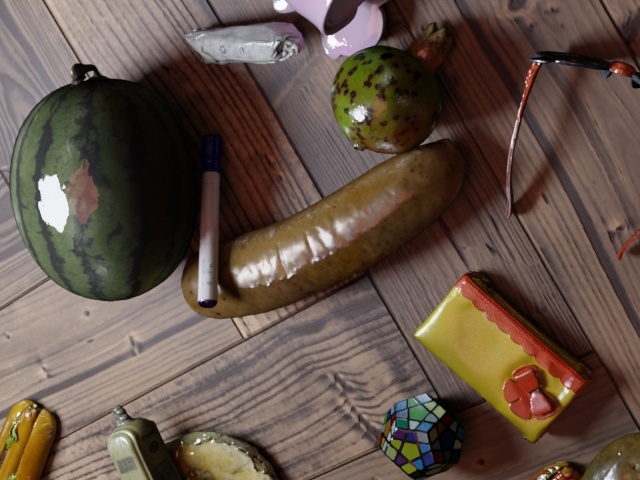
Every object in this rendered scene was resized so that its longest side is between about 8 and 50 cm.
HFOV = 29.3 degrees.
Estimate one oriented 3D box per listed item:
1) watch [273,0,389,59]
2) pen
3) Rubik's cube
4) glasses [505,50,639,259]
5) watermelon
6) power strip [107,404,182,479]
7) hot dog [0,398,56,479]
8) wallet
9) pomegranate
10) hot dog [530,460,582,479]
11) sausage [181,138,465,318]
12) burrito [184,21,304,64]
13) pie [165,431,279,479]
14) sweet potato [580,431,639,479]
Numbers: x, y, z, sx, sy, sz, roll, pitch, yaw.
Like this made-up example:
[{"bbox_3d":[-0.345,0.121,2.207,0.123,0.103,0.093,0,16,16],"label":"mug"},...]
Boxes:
[{"bbox_3d":[0.009,-0.370,1.634,0.211,0.217,0.248,41,116,8],"label":"watch"},{"bbox_3d":[-0.165,-0.031,1.835,0.033,0.033,0.269,-11,68,26],"label":"pen"},{"bbox_3d":[0.151,0.293,1.827,0.112,0.133,0.133,-3,106,53],"label":"Rubik's cube"},{"bbox_3d":[0.359,-0.109,1.618,0.234,0.118,0.268,21,112,15],"label":"glasses"},{"bbox_3d":[-0.321,-0.088,1.828,0.278,0.279,0.360,2,103,23],"label":"watermelon"},{"bbox_3d":[-0.245,0.439,1.990,0.066,0.092,0.388,-23,96,25],"label":"power strip"},{"bbox_3d":[-0.543,0.394,2.179,0.100,0.068,0.250,30,114,14],"label":"hot dog"},{"bbox_3d":[0.263,0.167,1.769,0.241,0.067,0.141,41,115,8],"label":"wallet"},{"bbox_3d":[0.106,-0.210,1.684,0.159,0.159,0.205,39,88,8],"label":"pomegranate"},{"bbox_3d":[0.327,0.381,1.818,0.062,0.038,0.144,46,117,5],"label":"hot dog"},{"bbox_3d":[0.001,0.003,1.803,0.500,0.123,0.136,-25,67,27],"label":"sausage"},{"bbox_3d":[-0.111,-0.285,1.779,0.203,0.064,0.064,4,107,37],"label":"burrito"},{"bbox_3d":[-0.180,0.435,2.043,0.274,0.055,0.274,7,108,22],"label":"pie"},{"bbox_3d":[0.396,0.433,1.756,0.130,0.130,0.423,28,116,14],"label":"sweet potato"}]
